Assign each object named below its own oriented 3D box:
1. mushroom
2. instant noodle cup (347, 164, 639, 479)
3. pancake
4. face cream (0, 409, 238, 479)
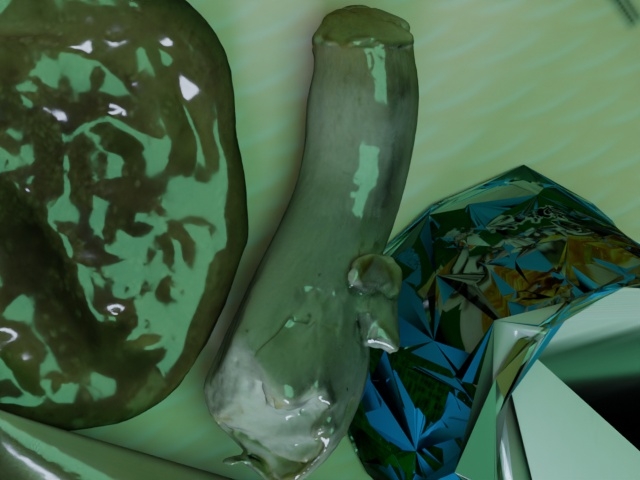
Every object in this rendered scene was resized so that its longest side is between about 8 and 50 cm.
[{"bbox_3d":[0.001,0.002,1.045,0.096,0.099,0.278,22,82,-44],"label":"mushroom"},{"bbox_3d":[0.145,0.091,1.075,0.240,0.178,0.240,-4,101,-20],"label":"instant noodle cup"},{"bbox_3d":[-0.169,-0.028,0.997,0.294,0.049,0.294,-4,101,-22],"label":"pancake"},{"bbox_3d":[-0.075,0.181,1.062,0.341,0.084,0.137,17,119,-21],"label":"face cream"}]
